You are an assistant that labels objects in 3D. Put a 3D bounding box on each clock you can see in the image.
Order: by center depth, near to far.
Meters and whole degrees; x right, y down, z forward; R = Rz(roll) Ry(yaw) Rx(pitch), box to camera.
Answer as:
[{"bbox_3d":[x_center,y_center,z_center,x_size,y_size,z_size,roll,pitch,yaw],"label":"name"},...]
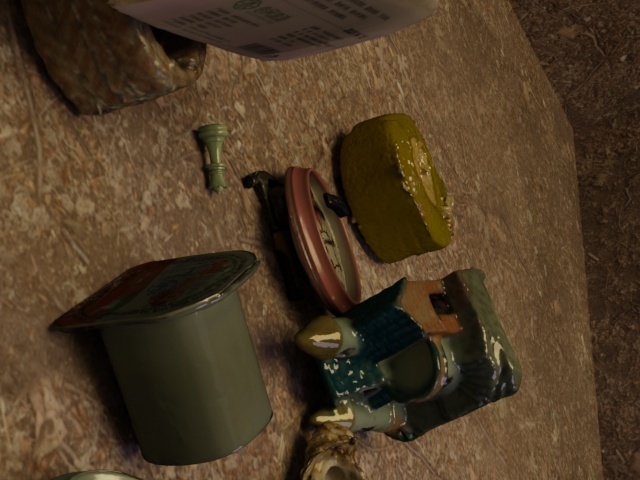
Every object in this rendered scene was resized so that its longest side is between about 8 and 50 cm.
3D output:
[{"bbox_3d":[-0.002,0.000,1.496,0.244,0.056,0.245,-20,90,-79],"label":"clock"}]

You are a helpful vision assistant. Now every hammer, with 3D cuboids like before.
[{"bbox_3d":[-0.061,-0.007,1.449,0.078,0.021,0.201,-27,101,-63],"label":"hammer"}]

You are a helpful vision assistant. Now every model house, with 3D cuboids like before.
[{"bbox_3d":[0.084,0.176,1.398,0.324,0.267,0.194,6,57,-49],"label":"model house"}]

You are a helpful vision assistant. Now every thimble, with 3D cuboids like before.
[{"bbox_3d":[-0.234,-0.268,1.114,0.196,0.148,0.229,-38,113,-64],"label":"thimble"}]

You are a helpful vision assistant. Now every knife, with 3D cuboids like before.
[{"bbox_3d":[0.022,-0.055,1.514,0.121,0.018,0.031,16,53,-74],"label":"knife"}]

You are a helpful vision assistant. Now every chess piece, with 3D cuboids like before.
[{"bbox_3d":[-0.142,-0.109,1.327,0.042,0.042,0.093,3,79,-63],"label":"chess piece"}]

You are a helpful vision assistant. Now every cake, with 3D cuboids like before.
[{"bbox_3d":[0.135,-0.090,1.742,0.261,0.156,0.179,58,25,-27],"label":"cake"}]

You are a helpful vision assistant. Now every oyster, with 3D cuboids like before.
[{"bbox_3d":[-0.012,0.387,1.291,0.166,0.094,0.294,53,42,-8],"label":"oyster"}]

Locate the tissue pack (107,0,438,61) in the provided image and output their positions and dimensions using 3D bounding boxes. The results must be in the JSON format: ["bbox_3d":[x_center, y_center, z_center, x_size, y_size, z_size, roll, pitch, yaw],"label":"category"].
[{"bbox_3d":[-0.043,-0.323,1.058,0.356,0.266,0.194,-3,84,-69],"label":"tissue pack"}]

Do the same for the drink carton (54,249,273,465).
[{"bbox_3d":[-0.144,0.129,1.048,0.185,0.191,0.190,-37,116,-64],"label":"drink carton"}]

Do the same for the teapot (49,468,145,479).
[{"bbox_3d":[-0.205,0.303,0.896,0.232,0.158,0.159,-42,115,-72],"label":"teapot"}]
